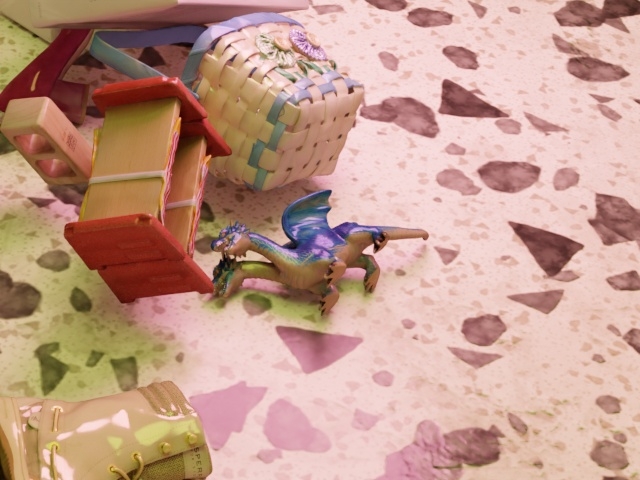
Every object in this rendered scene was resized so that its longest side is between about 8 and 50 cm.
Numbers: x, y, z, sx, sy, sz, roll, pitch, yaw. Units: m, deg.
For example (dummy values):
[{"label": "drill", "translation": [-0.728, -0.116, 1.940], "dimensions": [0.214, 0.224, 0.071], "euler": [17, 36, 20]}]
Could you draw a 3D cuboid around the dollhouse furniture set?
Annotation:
[{"label": "dollhouse furniture set", "translation": [-0.304, -0.046, 1.729], "dimensions": [0.374, 0.152, 0.201], "euler": [-5, 57, 21]}]

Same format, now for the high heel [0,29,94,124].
[{"label": "high heel", "translation": [-0.357, -0.261, 1.995], "dimensions": [0.117, 0.082, 0.244], "euler": [9, 68, -15]}]

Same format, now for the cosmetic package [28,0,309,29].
[{"label": "cosmetic package", "translation": [-0.189, -0.357, 1.966], "dimensions": [0.217, 0.156, 0.385], "euler": [-5, 6, 22]}]

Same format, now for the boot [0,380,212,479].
[{"label": "boot", "translation": [-0.196, 0.237, 1.450], "dimensions": [0.203, 0.095, 0.262], "euler": [-5, 37, -20]}]

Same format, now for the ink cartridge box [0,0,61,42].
[{"label": "ink cartridge box", "translation": [-0.290, -0.446, 2.172], "dimensions": [0.119, 0.207, 0.353], "euler": [30, 44, 27]}]

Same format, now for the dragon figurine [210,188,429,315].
[{"label": "dragon figurine", "translation": [0.000, 0.000, 1.785], "dimensions": [0.144, 0.085, 0.289], "euler": [36, 47, 29]}]

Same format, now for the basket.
[{"label": "basket", "translation": [-0.109, -0.191, 1.887], "dimensions": [0.289, 0.201, 0.255], "euler": [27, 23, 21]}]
